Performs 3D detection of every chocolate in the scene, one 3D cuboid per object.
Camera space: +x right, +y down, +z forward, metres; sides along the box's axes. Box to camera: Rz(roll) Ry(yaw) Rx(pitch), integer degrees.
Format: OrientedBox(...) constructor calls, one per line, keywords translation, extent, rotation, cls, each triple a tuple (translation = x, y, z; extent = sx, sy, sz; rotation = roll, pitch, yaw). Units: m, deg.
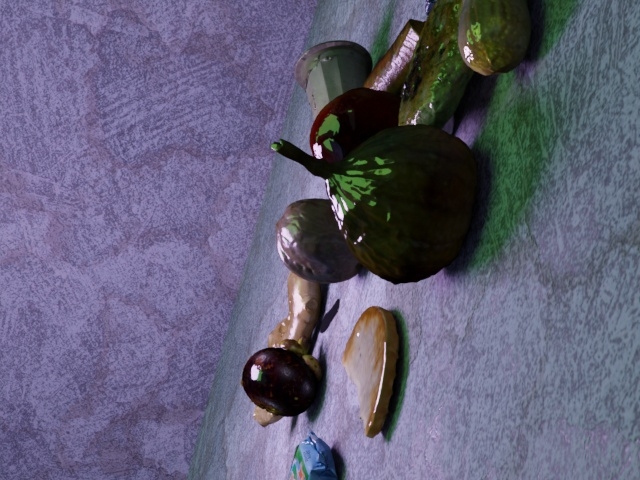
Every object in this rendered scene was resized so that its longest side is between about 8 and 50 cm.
OrientedBox(translation=(0.289, -0.410, 1.584), extent=(0.134, 0.134, 0.309), rotation=(130, 150, -63), cls="chocolate")

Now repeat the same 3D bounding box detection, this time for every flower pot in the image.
OrientedBox(translation=(0.041, -0.381, 2.484), extent=(0.212, 0.212, 0.203), rotation=(120, 151, -52), cls="flower pot")

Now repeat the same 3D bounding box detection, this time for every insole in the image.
OrientedBox(translation=(0.022, 0.192, 2.395), extent=(0.153, 0.002, 0.053), rotation=(120, 160, -52), cls="insole")

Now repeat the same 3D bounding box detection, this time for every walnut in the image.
OrientedBox(translation=(0.000, 0.000, 2.205), extent=(0.224, 0.224, 0.224), rotation=(-167, 90, -77), cls="walnut")

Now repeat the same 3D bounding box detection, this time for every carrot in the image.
OrientedBox(translation=(0.178, -0.371, 2.058), extent=(0.302, 0.114, 0.114), rotation=(125, 155, -54), cls="carrot")

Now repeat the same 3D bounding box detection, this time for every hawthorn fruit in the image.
OrientedBox(translation=(0.093, -0.213, 2.045), extent=(0.266, 0.230, 0.210), rotation=(-8, -94, -88), cls="hawthorn fruit")

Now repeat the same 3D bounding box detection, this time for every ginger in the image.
OrientedBox(translation=(-0.076, 0.284, 2.524), extent=(0.348, 0.122, 0.363), rotation=(-92, 26, -44), cls="ginger")

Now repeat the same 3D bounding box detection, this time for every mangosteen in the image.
OrientedBox(translation=(-0.086, 0.326, 2.353), extent=(0.217, 0.192, 0.192), rotation=(-59, 6, -21), cls="mangosteen")

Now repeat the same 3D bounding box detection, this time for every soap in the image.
OrientedBox(translation=(-0.033, 0.573, 2.078), extent=(0.156, 0.077, 0.293), rotation=(-124, 49, -73), cls="soap")

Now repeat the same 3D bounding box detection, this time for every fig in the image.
OrientedBox(translation=(0.083, -0.097, 1.653), extent=(0.286, 0.368, 0.286), rotation=(-158, 90, -83), cls="fig")

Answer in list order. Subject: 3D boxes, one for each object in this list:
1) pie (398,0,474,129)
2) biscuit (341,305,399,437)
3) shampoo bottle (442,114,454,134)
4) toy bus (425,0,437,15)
OrientedBox(translation=(0.216, -0.332, 1.774), extent=(0.323, 0.070, 0.323), rotation=(-161, 90, -75), cls="pie")
OrientedBox(translation=(0.108, 0.239, 1.899), extent=(0.309, 0.040, 0.205), rotation=(-110, 35, -67), cls="biscuit")
OrientedBox(translation=(0.220, -0.260, 1.899), extent=(0.221, 0.051, 0.108), rotation=(-96, 19, -56), cls="shampoo bottle")
OrientedBox(translation=(0.265, -0.535, 1.956), extent=(0.166, 0.065, 0.047), rotation=(114, 164, -46), cls="toy bus")
